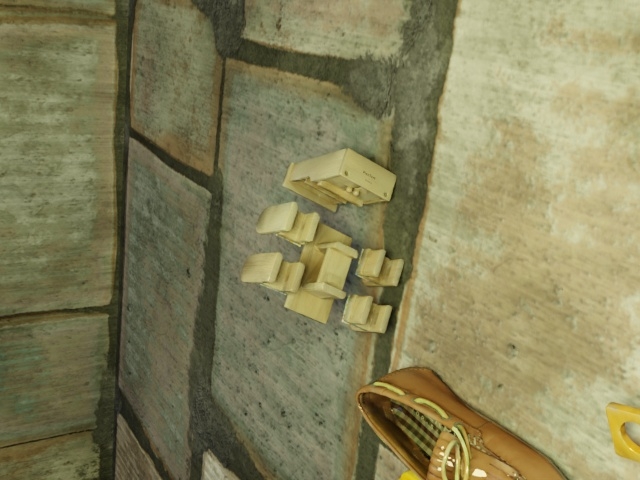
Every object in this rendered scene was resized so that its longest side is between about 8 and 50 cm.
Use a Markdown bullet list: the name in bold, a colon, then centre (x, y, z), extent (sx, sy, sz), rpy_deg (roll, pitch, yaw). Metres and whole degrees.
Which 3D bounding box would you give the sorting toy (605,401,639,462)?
- **sorting toy**: centre (0.389, 0.209, 0.638), extent (0.348, 0.047, 0.196), rpy_deg (-14, 103, 59)

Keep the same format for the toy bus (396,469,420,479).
- **toy bus**: centre (0.084, 0.455, 1.059), extent (0.149, 0.212, 0.220), rpy_deg (37, 122, 52)

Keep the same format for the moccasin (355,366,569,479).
- **moccasin**: centre (0.178, 0.284, 0.943), extent (0.380, 0.147, 0.139), rpy_deg (44, 129, 47)

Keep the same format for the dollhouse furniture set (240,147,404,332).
- **dollhouse furniture set**: centre (0.000, 0.000, 1.148), extent (0.161, 0.212, 0.242), rpy_deg (-7, 62, 57)
